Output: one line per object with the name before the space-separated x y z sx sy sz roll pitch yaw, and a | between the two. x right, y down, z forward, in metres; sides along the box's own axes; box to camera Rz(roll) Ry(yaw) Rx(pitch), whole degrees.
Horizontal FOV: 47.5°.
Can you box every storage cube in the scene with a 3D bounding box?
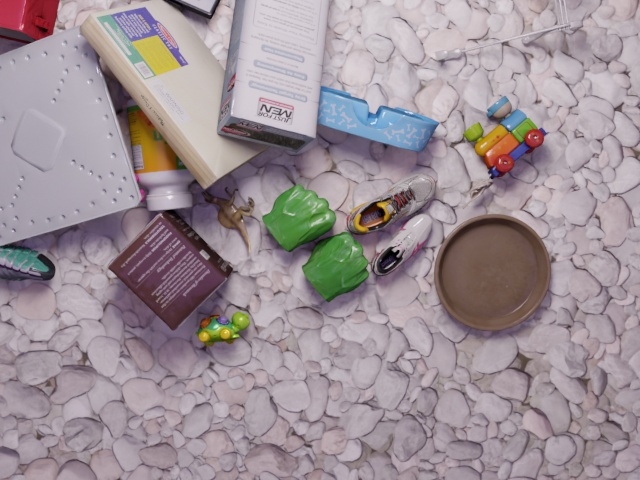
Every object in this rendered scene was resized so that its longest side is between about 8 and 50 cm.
storage cube | -0.673 -0.537 1.545 0.215 0.183 0.193 11 93 -3

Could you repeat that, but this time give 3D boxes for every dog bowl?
dog bowl | 0.111 -0.270 1.618 0.297 0.166 0.074 16 106 -4

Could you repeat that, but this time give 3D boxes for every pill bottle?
pill bottle | -0.347 -0.192 1.612 0.137 0.136 0.245 -6 95 -2

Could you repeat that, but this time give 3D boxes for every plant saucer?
plant saucer | 0.402 0.075 1.717 0.278 0.041 0.277 0 94 -3

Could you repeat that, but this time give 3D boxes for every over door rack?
over door rack | 0.402 -0.555 1.637 0.324 0.108 0.239 -10 95 13

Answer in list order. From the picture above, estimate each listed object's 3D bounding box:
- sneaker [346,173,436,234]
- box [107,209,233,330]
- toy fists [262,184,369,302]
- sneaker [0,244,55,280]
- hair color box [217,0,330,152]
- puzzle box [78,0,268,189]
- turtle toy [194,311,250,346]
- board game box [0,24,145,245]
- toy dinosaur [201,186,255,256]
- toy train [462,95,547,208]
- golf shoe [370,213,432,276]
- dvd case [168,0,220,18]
sneaker | 0.168 -0.075 1.667 0.225 0.093 0.088 -32 96 0
box | -0.328 0.060 1.620 0.167 0.168 0.203 -45 96 2
toy fists | 0.000 0.000 1.668 0.142 0.096 0.279 -36 97 11
sneaker | -0.716 0.064 1.662 0.224 0.083 0.098 19 115 0
hair color box | -0.095 -0.393 1.537 0.186 0.114 0.374 11 74 -21
puzzle box | -0.287 -0.324 1.547 0.052 0.272 0.409 -34 96 35
turtle toy | -0.226 0.203 1.683 0.130 0.095 0.066 -8 74 -2
board game box | -0.603 -0.219 1.586 0.390 0.050 0.389 -14 95 17
toy dinosaur | -0.193 -0.059 1.683 0.093 0.053 0.183 -41 88 17
toy train | 0.377 -0.206 1.665 0.248 0.105 0.143 -40 85 2
golf shoe | 0.194 0.014 1.680 0.067 0.086 0.186 42 91 -4
dvd case | -0.323 -0.614 1.605 0.253 0.022 0.180 23 75 -5
